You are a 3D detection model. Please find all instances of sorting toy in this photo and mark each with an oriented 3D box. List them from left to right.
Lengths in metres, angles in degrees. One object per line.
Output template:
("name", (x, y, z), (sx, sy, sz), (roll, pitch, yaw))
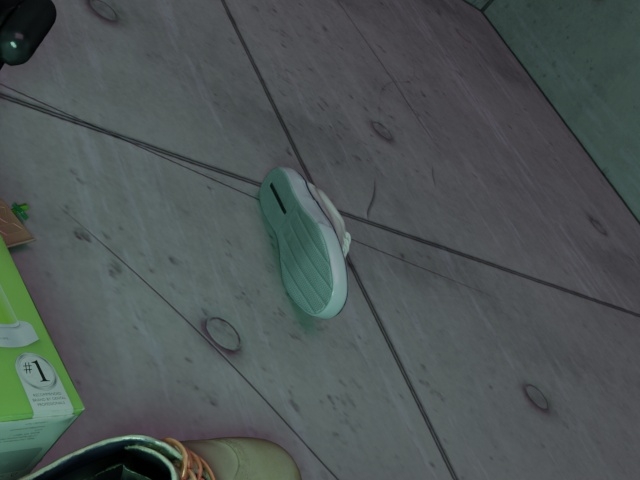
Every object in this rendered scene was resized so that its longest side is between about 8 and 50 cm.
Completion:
("sorting toy", (-0.302, -0.016, 0.971), (0.062, 0.012, 0.083), (45, 29, 14))

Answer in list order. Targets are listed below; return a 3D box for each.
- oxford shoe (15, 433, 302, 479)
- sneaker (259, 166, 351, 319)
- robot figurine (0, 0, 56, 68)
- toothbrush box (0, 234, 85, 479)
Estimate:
("oxford shoe", (-0.115, 0.208, 0.743), (0.140, 0.146, 0.397), (51, 27, 17))
("sneaker", (0.000, 0.000, 1.278), (0.091, 0.094, 0.258), (19, 34, -33))
("robot figurine", (-0.381, -0.201, 0.952), (0.173, 0.209, 0.278), (46, 23, -25))
("toothbrush box", (-0.329, 0.047, 0.716), (0.206, 0.122, 0.283), (4, 47, -52))
